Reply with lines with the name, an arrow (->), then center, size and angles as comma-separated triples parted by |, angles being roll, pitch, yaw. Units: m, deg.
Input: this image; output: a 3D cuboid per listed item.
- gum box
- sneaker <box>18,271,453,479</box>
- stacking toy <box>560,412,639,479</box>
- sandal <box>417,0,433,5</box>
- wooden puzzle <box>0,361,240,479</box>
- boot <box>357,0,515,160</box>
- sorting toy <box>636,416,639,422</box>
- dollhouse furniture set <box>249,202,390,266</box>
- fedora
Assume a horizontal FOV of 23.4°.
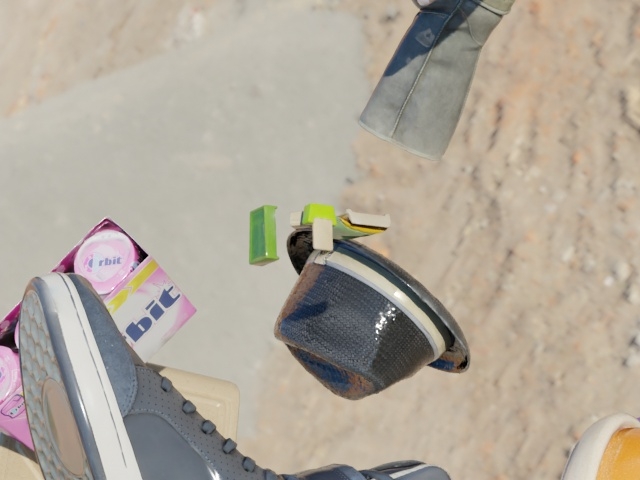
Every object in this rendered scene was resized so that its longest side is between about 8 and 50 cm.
gum box -> -0.202, 0.085, 1.254 | 0.188, 0.107, 0.062 | -46, 59, -8
sneaker -> -0.033, 0.101, 0.700 | 0.163, 0.226, 0.086 | -22, -1, -26
stacking toy -> 0.472, 0.332, 1.413 | 0.480, 0.350, 0.350 | -4, 53, 26
sandal -> 0.145, -0.308, 1.398 | 0.102, 0.076, 0.265 | -42, 0, -40
wooden puzzle -> -0.187, 0.208, 1.405 | 0.044, 0.221, 0.238 | 126, 153, -47
boot -> 0.094, -0.212, 1.662 | 0.208, 0.190, 0.076 | -61, -8, 33
sorting toy -> 0.469, 0.116, 1.958 | 0.127, 0.126, 0.365 | 29, 91, 41
dollhouse furniture set -> 0.000, 0.000, 1.629 | 0.076, 0.152, 0.058 | -20, 68, 54
fedora -> 0.046, 0.129, 2.165 | 0.152, 0.334, 0.334 | -50, 23, -16
